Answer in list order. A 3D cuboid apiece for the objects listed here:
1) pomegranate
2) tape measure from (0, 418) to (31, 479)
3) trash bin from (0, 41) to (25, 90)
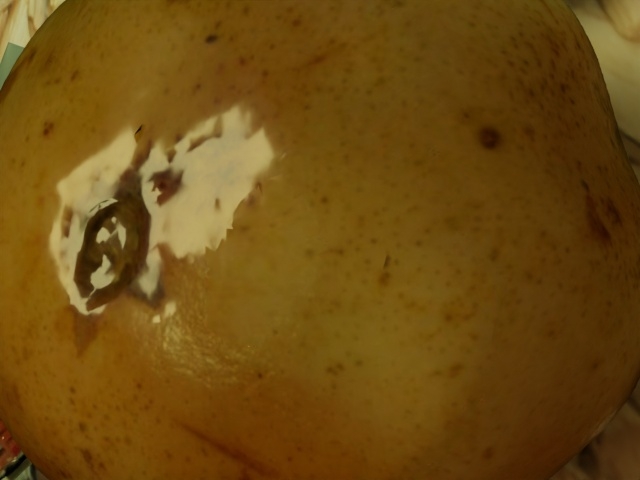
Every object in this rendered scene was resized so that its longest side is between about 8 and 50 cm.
[{"bbox_3d":[0.000,0.000,1.128,0.417,0.417,0.416,-29,52,45],"label":"pomegranate"},{"bbox_3d":[-0.275,0.055,1.602,0.125,0.243,0.246,-43,-1,29],"label":"tape measure"},{"bbox_3d":[-0.284,-0.117,1.858,0.116,0.059,0.130,23,93,54],"label":"trash bin"}]
